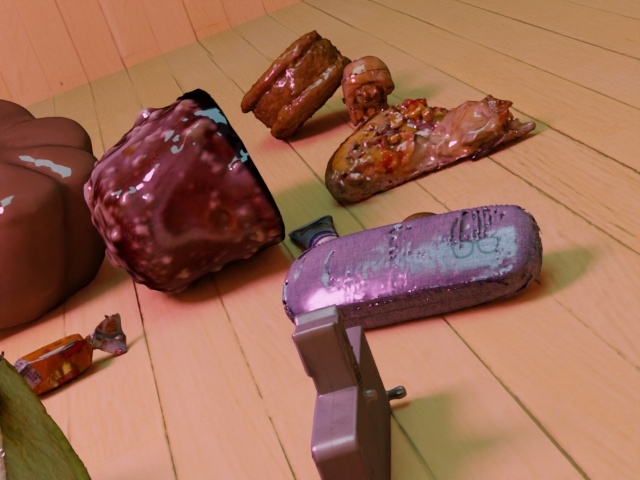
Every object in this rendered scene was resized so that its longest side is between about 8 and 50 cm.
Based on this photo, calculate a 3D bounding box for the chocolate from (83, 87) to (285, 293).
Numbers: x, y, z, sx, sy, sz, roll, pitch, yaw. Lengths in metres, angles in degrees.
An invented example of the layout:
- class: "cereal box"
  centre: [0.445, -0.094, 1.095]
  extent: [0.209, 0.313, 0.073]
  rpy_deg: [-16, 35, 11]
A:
- class: "chocolate"
  centre: [-0.191, -0.050, 1.712]
  extent: [0.210, 0.225, 0.340]
  rpy_deg: [-30, 17, -7]

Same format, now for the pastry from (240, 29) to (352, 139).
- class: "pastry"
  centre: [-0.040, -0.253, 2.208]
  extent: [0.189, 0.103, 0.189]
  rpy_deg: [-46, 1, 1]

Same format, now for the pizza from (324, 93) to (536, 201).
- class: "pizza"
  centre: [0.119, -0.128, 1.835]
  extent: [0.287, 0.074, 0.251]
  rpy_deg: [-2, 28, 47]

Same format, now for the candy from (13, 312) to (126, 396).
- class: "candy"
  centre: [-0.297, 0.138, 1.539]
  extent: [0.182, 0.053, 0.046]
  rpy_deg: [-28, 20, -28]

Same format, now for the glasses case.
- class: "glasses case"
  centre: [0.092, 0.031, 1.388]
  extent: [0.282, 0.067, 0.109]
  rpy_deg: [-11, 45, 21]

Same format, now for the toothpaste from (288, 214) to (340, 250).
- class: "toothpaste"
  centre: [0.000, 0.000, 1.650]
  extent: [0.062, 0.037, 0.216]
  rpy_deg: [-23, 14, -3]

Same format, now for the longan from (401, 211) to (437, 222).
- class: "longan"
  centre: [0.113, 0.008, 1.465]
  extent: [0.075, 0.075, 0.083]
  rpy_deg: [-11, 39, 26]

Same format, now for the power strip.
- class: "power strip"
  centre: [0.024, 0.125, 1.096]
  extent: [0.061, 0.145, 0.216]
  rpy_deg: [-19, 19, 9]

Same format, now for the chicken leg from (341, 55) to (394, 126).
- class: "chicken leg"
  centre: [0.077, -0.239, 2.180]
  extent: [0.085, 0.101, 0.207]
  rpy_deg: [-16, -2, 1]

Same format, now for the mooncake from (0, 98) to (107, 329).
- class: "mooncake"
  centre: [-0.478, -0.054, 1.841]
  extent: [0.378, 0.201, 0.378]
  rpy_deg: [4, 35, -3]

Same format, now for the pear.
- class: "pear"
  centre: [-0.310, 0.253, 1.119]
  extent: [0.239, 0.139, 0.288]
  rpy_deg: [-36, 24, -2]
